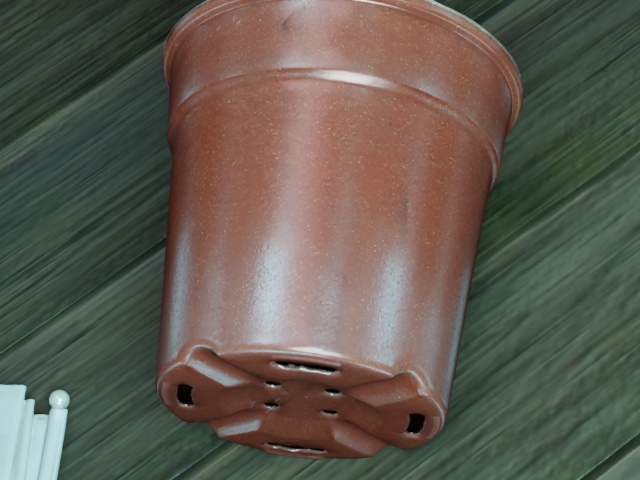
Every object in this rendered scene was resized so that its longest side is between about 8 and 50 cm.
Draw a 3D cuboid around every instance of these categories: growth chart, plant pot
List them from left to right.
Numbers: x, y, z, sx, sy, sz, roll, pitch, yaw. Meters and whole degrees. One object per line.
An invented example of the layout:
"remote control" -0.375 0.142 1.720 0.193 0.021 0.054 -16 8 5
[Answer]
"growth chart" -0.304 0.176 1.284 0.237 0.021 0.172 2 56 18
"plant pot" 0.000 0.000 1.190 0.273 0.272 0.265 0 63 16
